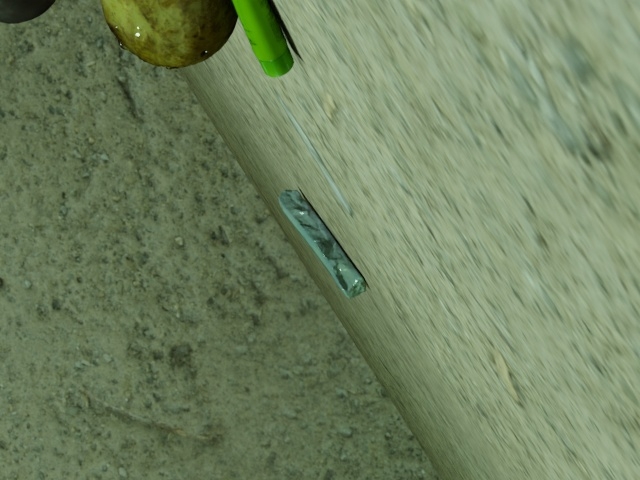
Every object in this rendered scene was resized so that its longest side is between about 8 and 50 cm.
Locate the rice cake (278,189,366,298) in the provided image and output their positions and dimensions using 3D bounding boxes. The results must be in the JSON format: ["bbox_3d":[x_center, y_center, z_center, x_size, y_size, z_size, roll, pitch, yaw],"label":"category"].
[{"bbox_3d":[0.000,0.000,1.665,0.180,0.030,0.042,53,172,40],"label":"rice cake"}]

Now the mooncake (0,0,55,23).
[{"bbox_3d":[-0.339,-0.336,1.257,0.306,0.306,0.154,56,-174,13],"label":"mooncake"}]

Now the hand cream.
[{"bbox_3d":[-0.045,-0.155,0.901,0.122,0.023,0.036,66,-178,-47],"label":"hand cream"}]

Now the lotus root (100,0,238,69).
[{"bbox_3d":[-0.103,-0.186,0.902,0.108,0.094,0.191,52,165,19],"label":"lotus root"}]
